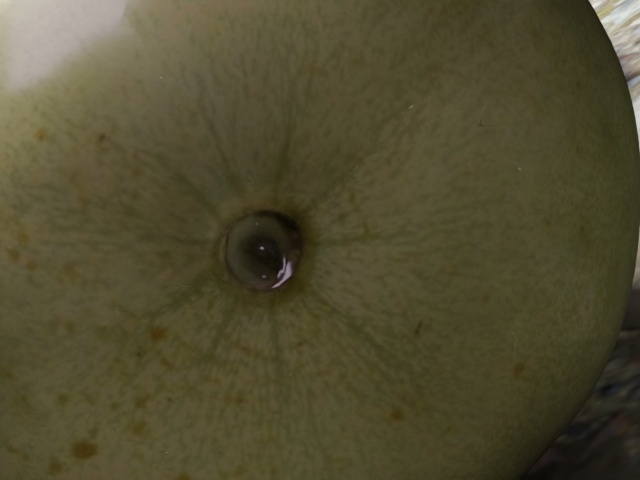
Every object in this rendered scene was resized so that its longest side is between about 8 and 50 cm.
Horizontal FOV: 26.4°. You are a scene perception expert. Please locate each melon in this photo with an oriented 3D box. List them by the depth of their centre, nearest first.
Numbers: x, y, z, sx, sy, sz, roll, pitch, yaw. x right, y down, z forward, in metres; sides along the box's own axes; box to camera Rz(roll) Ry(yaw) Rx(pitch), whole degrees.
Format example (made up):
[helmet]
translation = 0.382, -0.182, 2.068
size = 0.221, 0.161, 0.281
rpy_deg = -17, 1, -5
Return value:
[melon]
translation = -0.026, -0.017, 0.482
size = 0.268, 0.269, 0.330
rpy_deg = -33, 7, -2
